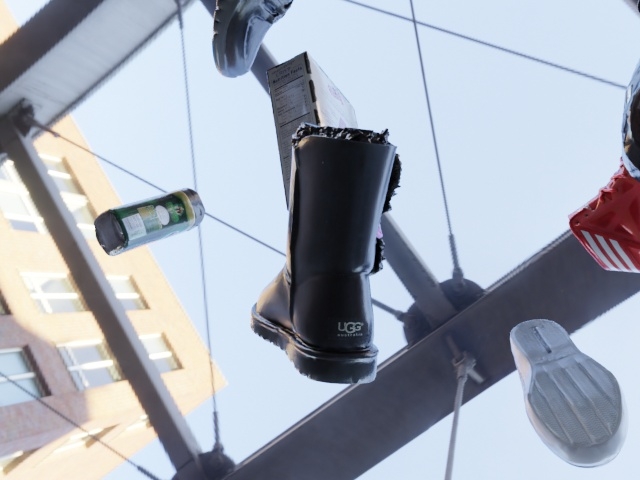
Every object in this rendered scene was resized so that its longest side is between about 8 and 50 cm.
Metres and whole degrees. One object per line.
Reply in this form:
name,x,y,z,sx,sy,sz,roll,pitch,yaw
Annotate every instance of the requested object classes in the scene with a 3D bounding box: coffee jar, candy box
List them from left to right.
coffee jar,-0.300,-0.037,1.113,0.096,0.184,0.079,-22,-89,43
candy box,0.005,-0.121,0.869,0.071,0.159,0.233,-20,-119,21

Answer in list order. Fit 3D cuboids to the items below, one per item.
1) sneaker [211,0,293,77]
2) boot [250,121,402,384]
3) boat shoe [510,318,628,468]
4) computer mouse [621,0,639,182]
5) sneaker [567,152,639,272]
sneaker,-0.051,-0.367,0.849,0.140,0.125,0.340,20,-60,-12
boot,0.000,0.000,0.581,0.094,0.246,0.207,5,-87,-16
boat shoe,0.236,0.152,0.591,0.083,0.226,0.075,-15,-75,14
computer mouse,0.317,-0.099,0.462,0.184,0.060,0.262,15,-127,14
sneaker,0.344,-0.067,0.717,0.128,0.087,0.221,-7,-89,31
